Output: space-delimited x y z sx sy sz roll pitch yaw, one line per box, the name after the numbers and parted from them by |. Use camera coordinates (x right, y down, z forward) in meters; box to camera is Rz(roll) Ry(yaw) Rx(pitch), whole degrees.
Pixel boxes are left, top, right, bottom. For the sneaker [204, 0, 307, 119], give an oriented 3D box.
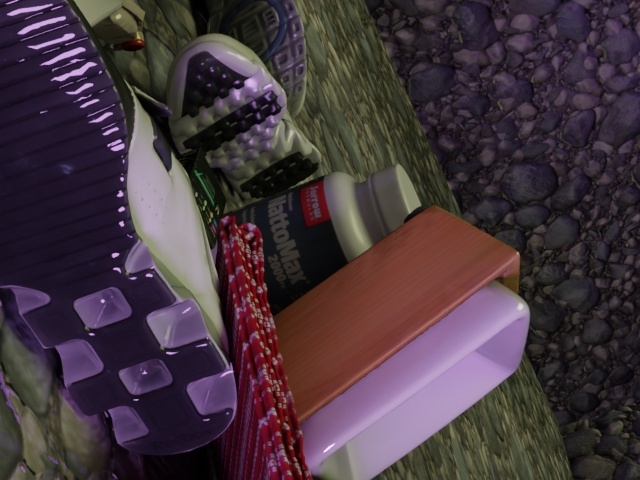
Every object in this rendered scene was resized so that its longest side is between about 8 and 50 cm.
-0.081 -0.265 1.296 0.129 0.111 0.297 17 54 -81 | sneaker

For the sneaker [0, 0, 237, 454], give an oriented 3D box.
-0.140 -0.034 0.680 0.146 0.123 0.330 -96 171 -52 | sneaker

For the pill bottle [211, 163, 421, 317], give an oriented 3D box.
0.000 0.000 1.038 0.108 0.180 0.108 -21 90 -77 | pill bottle

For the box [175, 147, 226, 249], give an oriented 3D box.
-0.112 -0.023 0.881 0.083 0.062 0.052 -85 153 -62 | box

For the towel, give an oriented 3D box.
-0.040 0.143 0.742 0.274 0.031 0.198 -107 -160 -46 | towel

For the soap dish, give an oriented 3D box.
0.057 0.097 0.969 0.118 0.229 0.291 53 -3 18 | soap dish

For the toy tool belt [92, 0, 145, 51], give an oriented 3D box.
-0.166 -0.186 0.939 0.083 0.052 0.051 20 59 -74 | toy tool belt

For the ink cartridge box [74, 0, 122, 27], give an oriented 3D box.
-0.238 -0.246 0.704 0.261 0.066 0.296 -76 143 -69 | ink cartridge box

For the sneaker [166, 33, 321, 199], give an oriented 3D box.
-0.086 -0.129 1.093 0.118 0.110 0.292 65 3 17 | sneaker
